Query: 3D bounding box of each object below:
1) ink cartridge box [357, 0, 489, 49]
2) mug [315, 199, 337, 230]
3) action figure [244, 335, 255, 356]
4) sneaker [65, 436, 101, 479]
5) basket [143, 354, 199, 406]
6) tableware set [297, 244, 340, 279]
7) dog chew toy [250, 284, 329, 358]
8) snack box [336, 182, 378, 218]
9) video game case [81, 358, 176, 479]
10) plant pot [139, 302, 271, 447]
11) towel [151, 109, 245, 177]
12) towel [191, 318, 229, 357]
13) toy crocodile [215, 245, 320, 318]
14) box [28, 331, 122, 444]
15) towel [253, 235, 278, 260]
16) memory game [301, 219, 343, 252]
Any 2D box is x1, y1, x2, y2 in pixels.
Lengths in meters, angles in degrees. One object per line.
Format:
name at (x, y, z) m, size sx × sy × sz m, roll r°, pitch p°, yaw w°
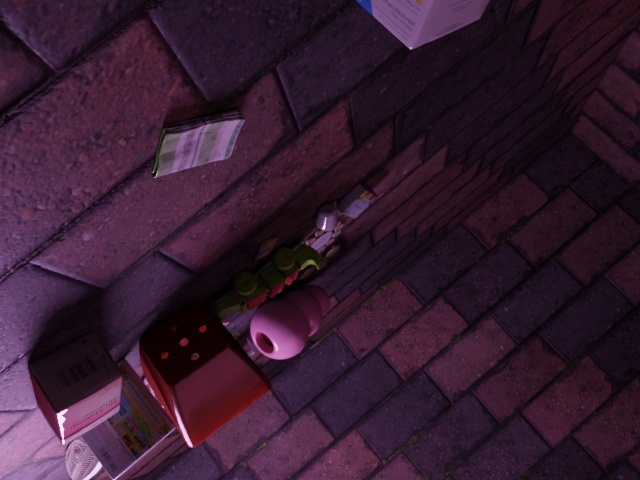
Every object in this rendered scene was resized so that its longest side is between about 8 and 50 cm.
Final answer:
ink cartridge box at (0.160, -0.424, 0.748) m, size 0.168 × 0.171 × 0.232 m, roll -32°, pitch 161°, yaw -28°
mug at (0.018, -0.075, 1.553) m, size 0.062 × 0.078 × 0.064 m, roll -4°, pitch 145°, yaw -7°
action figure at (-0.381, 0.512, 1.962) m, size 0.341 × 0.178 × 0.330 m, roll -28°, pitch 150°, yaw -42°
sneaker at (-0.639, 0.603, 1.688) m, size 0.350 × 0.131 × 0.148 m, roll -47°, pitch 158°, yaw 19°
basket at (-0.436, 0.432, 1.672) m, size 0.167 × 0.103 × 0.113 m, roll -20°, pitch 167°, yaw -28°
tableware set at (-0.005, 0.073, 1.920) m, size 0.141 × 0.020 × 0.168 m, roll -22°, pitch 155°, yaw -46°
dog chew toy at (-0.090, 0.267, 1.945) m, size 0.332 × 0.206 × 0.206 m, roll -37°, pitch 165°, yaw -42°
snack box at (0.111, -0.117, 1.654) m, size 0.100 × 0.037 × 0.141 m, roll -43°, pitch 163°, yaw 13°
video game case at (-0.517, 0.458, 1.421) m, size 0.206 × 0.227 × 0.026 m, roll -41°, pitch 171°, yaw 0°
plant pot at (-0.328, 0.329, 1.468) m, size 0.267 × 0.267 × 0.235 m, roll -35°, pitch 144°, yaw -20°
towel at (-0.199, -0.156, 0.907) m, size 0.152 × 0.023 × 0.113 m, roll -26°, pitch 157°, yaw -40°
towel at (-0.381, 0.310, 1.694) m, size 0.197 × 0.029 × 0.144 m, roll -49°, pitch 159°, yaw 24°
toy crocodile at (-0.150, 0.119, 1.570) m, size 0.341 × 0.105 × 0.115 m, roll -33°, pitch 162°, yaw -23°
box at (-0.539, 0.332, 1.227) m, size 0.149 × 0.127 × 0.232 m, roll -29°, pitch 160°, yaw -35°
towel at (-0.147, 0.019, 1.490) m, size 0.060 × 0.009 × 0.083 m, roll -29°, pitch 160°, yaw -37°
memory game at (0.000, 0.000, 1.757) m, size 0.186 × 0.012 × 0.186 m, roll -37°, pitch 163°, yaw -13°
